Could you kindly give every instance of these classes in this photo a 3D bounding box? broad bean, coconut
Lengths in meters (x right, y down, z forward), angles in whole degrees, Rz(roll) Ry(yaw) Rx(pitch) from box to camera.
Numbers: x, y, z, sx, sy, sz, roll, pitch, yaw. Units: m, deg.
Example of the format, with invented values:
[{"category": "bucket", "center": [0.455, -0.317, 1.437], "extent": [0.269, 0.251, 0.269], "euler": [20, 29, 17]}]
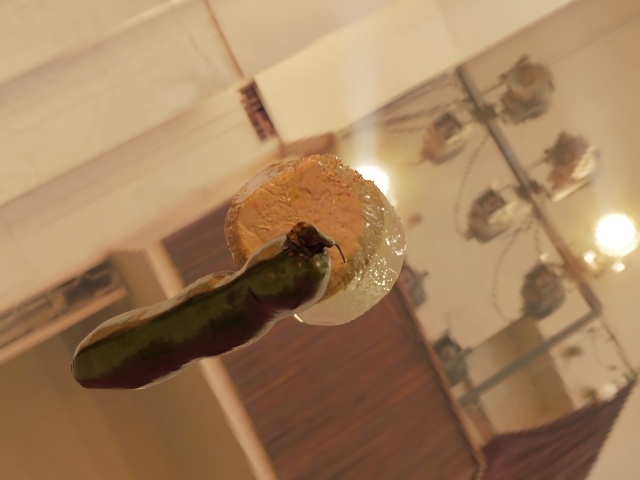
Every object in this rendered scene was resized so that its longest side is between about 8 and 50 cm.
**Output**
[{"category": "broad bean", "center": [-0.066, 0.044, 0.775], "extent": [0.254, 0.065, 0.046], "euler": [-28, -119, 42]}, {"category": "coconut", "center": [0.000, 0.000, 0.931], "extent": [0.116, 0.116, 0.122], "euler": [53, 2, 17]}]
